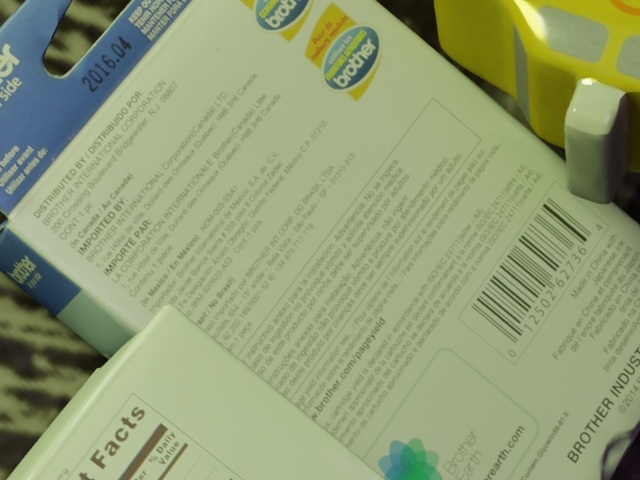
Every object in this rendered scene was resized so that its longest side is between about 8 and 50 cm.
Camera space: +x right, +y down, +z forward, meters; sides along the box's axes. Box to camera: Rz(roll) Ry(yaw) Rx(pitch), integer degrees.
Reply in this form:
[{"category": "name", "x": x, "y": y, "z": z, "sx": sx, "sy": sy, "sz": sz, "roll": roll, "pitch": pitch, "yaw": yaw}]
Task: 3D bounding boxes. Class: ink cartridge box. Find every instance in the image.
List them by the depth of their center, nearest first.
[{"category": "ink cartridge box", "x": 0.000, "y": 0.000, "z": 0.790, "sx": 0.311, "sy": 0.065, "sz": 0.186, "roll": 41, "pitch": 66, "yaw": -8}]

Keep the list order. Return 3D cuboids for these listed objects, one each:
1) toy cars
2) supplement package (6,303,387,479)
[{"category": "toy cars", "x": 0.199, "y": -0.010, "z": 0.784, "sx": 0.393, "sy": 0.176, "sz": 0.087, "roll": 34, "pitch": 69, "yaw": -22}, {"category": "supplement package", "x": -0.017, "y": 0.160, "z": 0.702, "sx": 0.244, "sy": 0.139, "sz": 0.134, "roll": 39, "pitch": 67, "yaw": -4}]
